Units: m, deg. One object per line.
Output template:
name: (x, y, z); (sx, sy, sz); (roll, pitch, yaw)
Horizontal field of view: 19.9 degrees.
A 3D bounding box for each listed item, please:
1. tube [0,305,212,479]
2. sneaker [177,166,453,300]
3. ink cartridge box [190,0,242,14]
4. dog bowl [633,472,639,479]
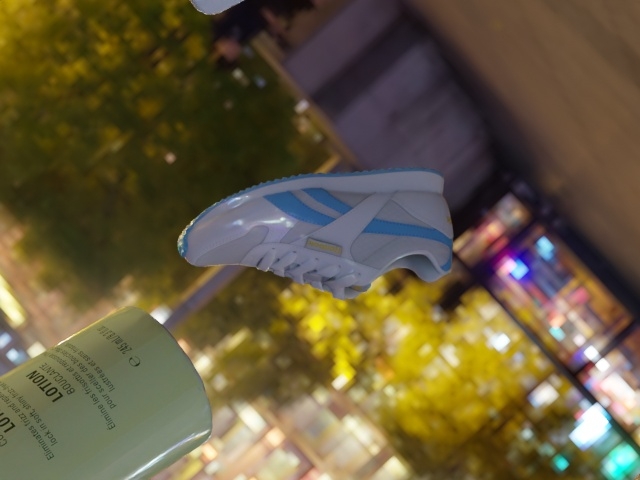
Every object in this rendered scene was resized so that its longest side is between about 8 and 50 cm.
tube: (-0.148, 0.104, 0.634); (0.062, 0.240, 0.070); (61, 154, -4)
sneaker: (0.000, 0.000, 1.467); (0.087, 0.228, 0.092); (127, 134, -70)
ink cartridge box: (-0.036, -0.159, 0.555); (0.180, 0.104, 0.060); (52, -164, -54)
dog bowl: (0.333, 0.250, 1.179); (0.349, 0.349, 0.102); (47, -150, -21)
